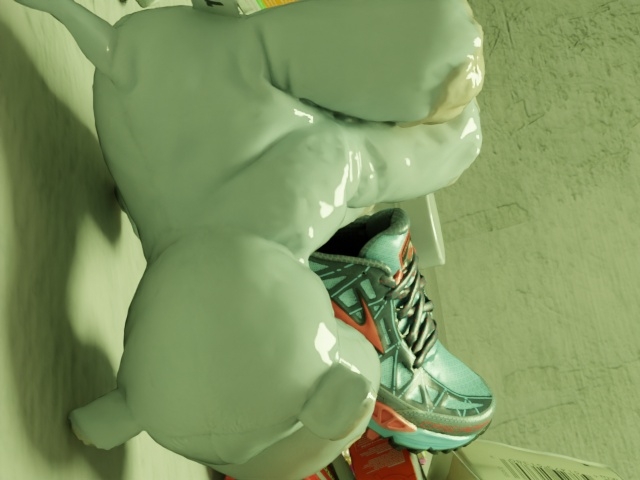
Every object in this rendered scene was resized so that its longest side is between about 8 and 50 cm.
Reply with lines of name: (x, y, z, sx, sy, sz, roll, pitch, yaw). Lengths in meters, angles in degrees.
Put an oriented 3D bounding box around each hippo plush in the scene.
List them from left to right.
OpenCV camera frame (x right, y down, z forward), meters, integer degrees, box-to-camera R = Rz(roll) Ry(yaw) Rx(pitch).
hippo plush: (-0.014, -0.001, 0.859, 0.294, 0.234, 0.236, 63, 17, -65)

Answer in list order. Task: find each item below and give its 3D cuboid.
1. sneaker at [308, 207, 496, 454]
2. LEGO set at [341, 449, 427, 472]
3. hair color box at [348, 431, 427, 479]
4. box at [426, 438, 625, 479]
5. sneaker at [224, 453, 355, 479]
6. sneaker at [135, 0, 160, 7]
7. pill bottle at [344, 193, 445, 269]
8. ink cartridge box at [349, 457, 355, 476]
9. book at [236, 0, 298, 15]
sneaker: (0.031, 0.043, 1.105, 0.262, 0.125, 0.104, 35, 21, -20)
LEGO set: (0.037, 0.154, 1.468, 0.287, 0.107, 0.132, 33, 46, -79)
hair color box: (0.054, 0.180, 1.132, 0.141, 0.043, 0.072, -106, 174, -64)
box: (0.123, 0.311, 1.198, 0.121, 0.148, 0.311, -134, -123, -73)
sneaker: (-0.007, 0.259, 1.094, 0.118, 0.107, 0.279, 28, 40, -73)
sneaker: (-0.109, -0.221, 1.142, 0.053, 0.061, 0.152, 73, 11, -49)
pill bottle: (0.000, 0.000, 1.196, 0.094, 0.169, 0.094, -11, 90, -83)
ink cartridge box: (0.041, 0.205, 1.655, 0.097, 0.046, 0.207, 68, 13, -47)
book: (-0.011, -0.253, 1.581, 0.096, 0.144, 0.035, 41, 38, -78)
